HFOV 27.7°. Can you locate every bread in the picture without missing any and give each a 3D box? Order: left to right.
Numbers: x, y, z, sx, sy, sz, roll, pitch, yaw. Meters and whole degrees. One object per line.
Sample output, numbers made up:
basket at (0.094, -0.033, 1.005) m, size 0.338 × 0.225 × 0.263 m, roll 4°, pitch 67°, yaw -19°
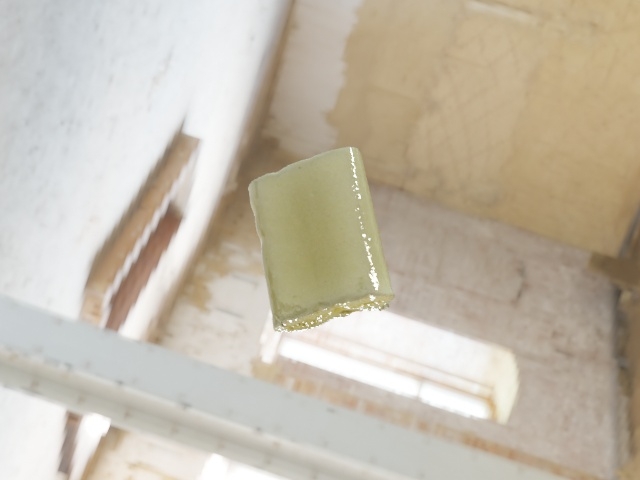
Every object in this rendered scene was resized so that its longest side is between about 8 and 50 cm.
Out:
bread at (0.001, 0.000, 1.381) m, size 0.060 × 0.139 × 0.178 m, roll 39°, pitch 37°, yaw -62°
